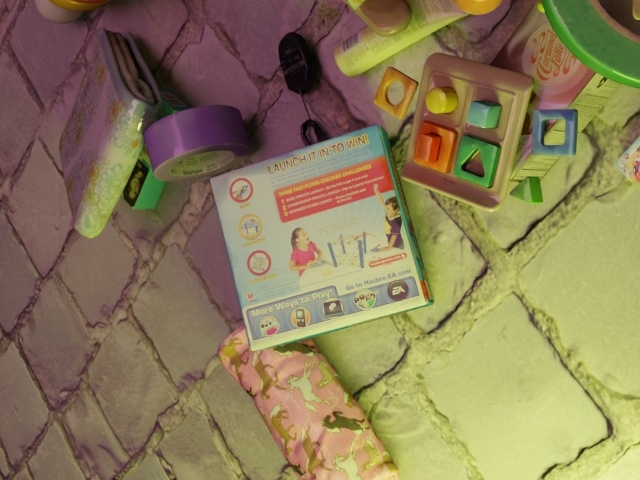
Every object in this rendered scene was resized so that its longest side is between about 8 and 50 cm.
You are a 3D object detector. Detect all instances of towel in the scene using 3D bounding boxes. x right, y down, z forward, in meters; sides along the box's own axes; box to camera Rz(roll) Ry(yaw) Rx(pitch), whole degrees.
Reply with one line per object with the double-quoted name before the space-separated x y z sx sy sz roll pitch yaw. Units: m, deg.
"towel" -0.442 -0.232 1.862 0.320 0.090 0.374 -62 33 26

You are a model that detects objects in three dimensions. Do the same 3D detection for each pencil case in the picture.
"pencil case" -0.027 0.302 1.577 0.386 0.167 0.160 56 159 23

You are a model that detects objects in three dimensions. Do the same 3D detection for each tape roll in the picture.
"tape roll" 0.422 -0.340 1.065 0.322 0.077 0.321 1 95 9
"tape roll" -0.231 -0.180 1.693 0.189 0.189 0.080 -26 77 39

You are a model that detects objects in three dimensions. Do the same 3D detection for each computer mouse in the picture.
"computer mouse" -0.020 -0.257 1.613 0.071 0.041 0.242 -14 90 49

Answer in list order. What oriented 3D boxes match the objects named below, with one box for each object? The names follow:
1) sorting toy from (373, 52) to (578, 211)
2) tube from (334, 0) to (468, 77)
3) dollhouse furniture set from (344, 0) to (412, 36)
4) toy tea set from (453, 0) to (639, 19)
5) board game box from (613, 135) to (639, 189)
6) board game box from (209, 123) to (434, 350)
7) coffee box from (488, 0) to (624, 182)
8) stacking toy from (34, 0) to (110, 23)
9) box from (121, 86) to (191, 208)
"sorting toy" 0.197 -0.158 1.289 0.348 0.047 0.195 25 109 38
"tube" 0.130 -0.346 1.464 0.240 0.062 0.070 -28 116 34
"dollhouse furniture set" 0.174 -0.488 1.230 0.394 0.362 0.256 -40 62 3
"toy tea set" 0.330 -0.381 1.182 0.336 0.124 0.199 1 96 7
"board game box" 0.481 -0.087 1.194 0.154 0.026 0.103 52 123 26
"board game box" 0.000 0.000 1.496 0.308 0.086 0.301 -16 81 14
"coffee box" 0.317 -0.218 1.278 0.141 0.098 0.246 52 123 26
"stacking toy" -0.505 -0.601 1.873 0.480 0.351 0.350 -25 76 56
"box" -0.353 -0.191 1.883 0.100 0.060 0.244 43 119 30
